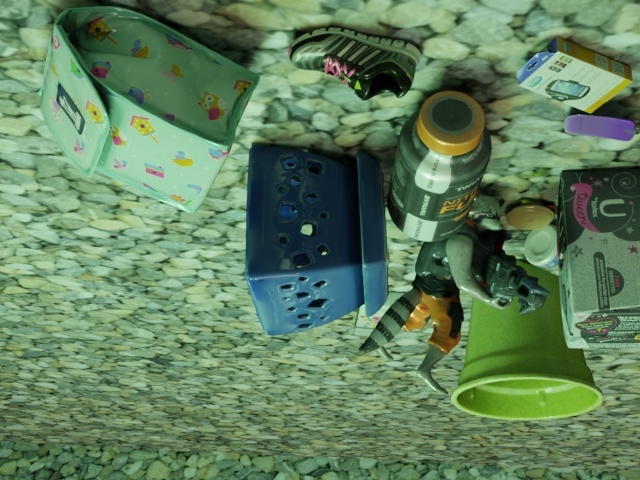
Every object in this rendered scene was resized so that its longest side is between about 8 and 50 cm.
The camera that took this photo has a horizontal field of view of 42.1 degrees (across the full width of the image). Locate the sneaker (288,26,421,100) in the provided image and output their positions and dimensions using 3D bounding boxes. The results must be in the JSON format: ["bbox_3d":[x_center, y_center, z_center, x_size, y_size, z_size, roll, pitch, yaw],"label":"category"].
[{"bbox_3d":[0.043,-0.218,1.051,0.170,0.075,0.063,7,153,-4],"label":"sneaker"}]

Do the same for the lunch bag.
[{"bbox_3d":[-0.242,-0.173,1.096,0.262,0.160,0.223,23,152,-12],"label":"lunch bag"}]

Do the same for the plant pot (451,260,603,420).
[{"bbox_3d":[0.389,0.186,1.601,0.276,0.254,0.276,3,154,1],"label":"plant pot"}]

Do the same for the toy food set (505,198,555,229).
[{"bbox_3d":[0.357,-0.042,1.412,0.083,0.020,0.082,15,151,-19],"label":"toy food set"}]

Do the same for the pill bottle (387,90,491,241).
[{"bbox_3d":[0.169,-0.107,1.190,0.130,0.131,0.246,4,153,1],"label":"pill bottle"}]

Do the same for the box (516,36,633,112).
[{"bbox_3d":[0.322,-0.214,1.073,0.136,0.028,0.081,18,150,-20],"label":"box"}]

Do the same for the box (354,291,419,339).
[{"bbox_3d":[0.153,0.166,1.833,0.145,0.038,0.186,4,152,-1],"label":"box"}]

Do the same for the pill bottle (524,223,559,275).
[{"bbox_3d":[0.434,0.026,1.473,0.137,0.078,0.078,22,148,-31],"label":"pill bottle"}]

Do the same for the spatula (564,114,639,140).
[{"bbox_3d":[0.486,-0.168,1.130,0.296,0.030,0.084,-6,165,16],"label":"spatula"}]

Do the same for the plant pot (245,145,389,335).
[{"bbox_3d":[0.000,0.000,1.326,0.212,0.236,0.236,-4,152,2],"label":"plant pot"}]

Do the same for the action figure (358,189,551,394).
[{"bbox_3d":[0.213,0.072,1.346,0.178,0.330,0.341,25,179,-13],"label":"action figure"}]

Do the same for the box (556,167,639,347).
[{"bbox_3d":[0.453,0.026,1.282,0.163,0.247,0.142,-2,151,12],"label":"box"}]
